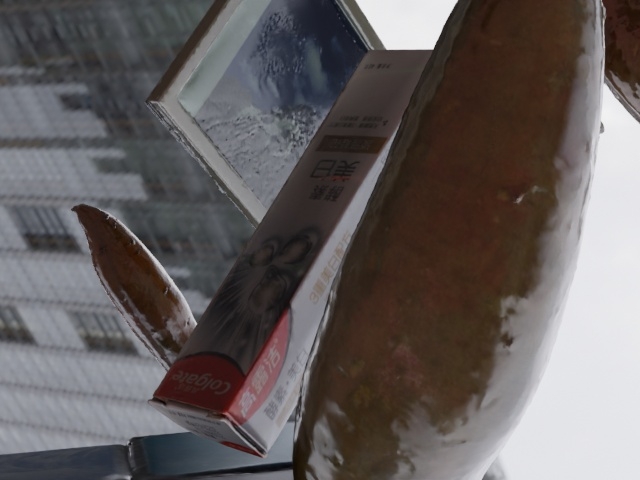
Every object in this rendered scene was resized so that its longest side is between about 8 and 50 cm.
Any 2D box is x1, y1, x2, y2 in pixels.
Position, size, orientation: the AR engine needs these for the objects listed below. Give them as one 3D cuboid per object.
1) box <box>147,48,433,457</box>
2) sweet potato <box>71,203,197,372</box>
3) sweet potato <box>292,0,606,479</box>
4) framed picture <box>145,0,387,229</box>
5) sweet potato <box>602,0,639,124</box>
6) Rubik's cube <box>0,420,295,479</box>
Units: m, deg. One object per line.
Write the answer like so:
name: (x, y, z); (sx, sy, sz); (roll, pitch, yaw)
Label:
box: (0.000, 0.000, 0.676); (0.055, 0.039, 0.218); (6, -123, 44)
sweet potato: (-0.129, 0.075, 1.201); (0.057, 0.264, 0.057); (-32, -164, 10)
sweet potato: (0.041, 0.051, 0.503); (0.079, 0.346, 0.108); (28, -142, 22)
framed picture: (-0.012, -0.101, 1.142); (0.019, 0.281, 0.209); (13, -116, 40)
sweet potato: (0.307, -0.137, 1.183); (0.131, 0.336, 0.131); (-24, 168, -5)
Rubik's cube: (-0.099, 0.289, 0.826); (0.313, 0.316, 0.318); (-3, -179, -10)
